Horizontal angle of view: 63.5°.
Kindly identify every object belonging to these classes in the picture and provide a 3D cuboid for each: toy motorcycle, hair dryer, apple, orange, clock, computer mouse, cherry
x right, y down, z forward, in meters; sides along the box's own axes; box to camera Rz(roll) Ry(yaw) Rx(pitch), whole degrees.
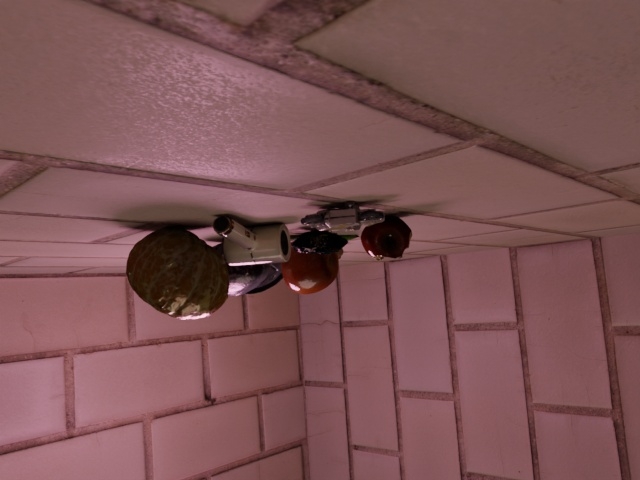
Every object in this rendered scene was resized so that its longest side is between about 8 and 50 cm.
[{"bbox_3d":[0.063,-0.059,1.424,0.229,0.074,0.151,-6,176,5],"label":"toy motorcycle"},{"bbox_3d":[-0.234,-0.011,1.576,0.203,0.128,0.362,-5,166,13],"label":"hair dryer"},{"bbox_3d":[0.210,-0.009,1.657,0.156,0.147,0.158,-36,-178,3],"label":"apple"},{"bbox_3d":[-0.041,0.096,2.106,0.254,0.253,0.253,-3,174,0],"label":"apple"},{"bbox_3d":[-0.437,0.102,1.624,0.329,0.249,0.329,37,-175,-4],"label":"orange"},{"bbox_3d":[-0.254,0.127,2.300,0.281,0.055,0.280,-26,148,-18],"label":"clock"},{"bbox_3d":[0.000,0.000,1.870,0.242,0.077,0.146,-4,-165,-40],"label":"computer mouse"},{"bbox_3d":[-0.333,0.106,2.039,0.296,0.218,0.255,-13,162,34],"label":"cherry"}]

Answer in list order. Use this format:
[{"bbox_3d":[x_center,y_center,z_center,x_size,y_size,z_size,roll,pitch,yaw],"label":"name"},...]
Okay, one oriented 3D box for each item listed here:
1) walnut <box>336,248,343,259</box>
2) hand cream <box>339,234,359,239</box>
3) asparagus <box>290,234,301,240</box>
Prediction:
[{"bbox_3d":[0.066,0.055,2.434,0.092,0.092,0.092,-3,174,0],"label":"walnut"},{"bbox_3d":[0.097,-0.011,2.108,0.122,0.023,0.036,-5,175,-20],"label":"hand cream"},{"bbox_3d":[-0.060,-0.013,1.969,0.236,0.027,0.034,-2,-176,-8],"label":"asparagus"}]
